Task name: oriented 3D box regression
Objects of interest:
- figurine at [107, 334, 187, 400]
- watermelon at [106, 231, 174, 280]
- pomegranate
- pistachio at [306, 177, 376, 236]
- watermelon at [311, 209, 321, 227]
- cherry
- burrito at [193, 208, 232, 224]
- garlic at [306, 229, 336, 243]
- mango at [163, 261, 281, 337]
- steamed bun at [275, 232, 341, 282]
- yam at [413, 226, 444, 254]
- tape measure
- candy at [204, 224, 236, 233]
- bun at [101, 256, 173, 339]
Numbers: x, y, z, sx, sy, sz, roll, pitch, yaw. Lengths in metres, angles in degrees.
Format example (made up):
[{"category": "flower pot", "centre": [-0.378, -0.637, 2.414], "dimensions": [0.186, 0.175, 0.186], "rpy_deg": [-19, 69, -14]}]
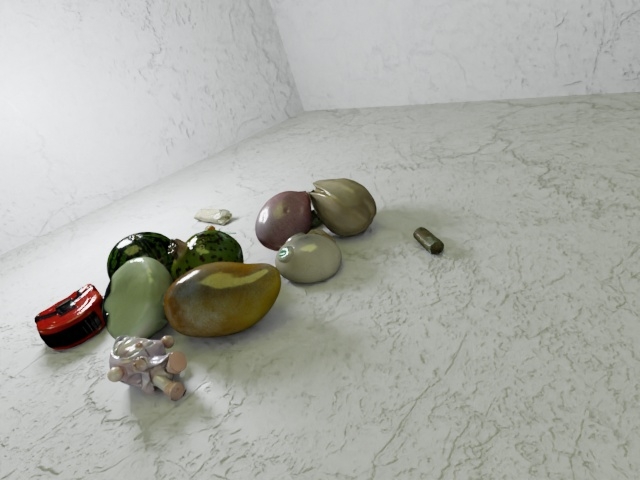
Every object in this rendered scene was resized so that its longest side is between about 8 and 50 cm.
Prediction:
[{"category": "figurine", "centre": [-0.463, 0.338, 1.164], "dimensions": [0.275, 0.133, 0.200], "rpy_deg": [7, 24, 34]}, {"category": "watermelon", "centre": [-0.664, 0.089, 1.632], "dimensions": [0.268, 0.269, 0.269], "rpy_deg": [-15, 27, 8]}, {"category": "pomegranate", "centre": [-0.394, 0.079, 1.472], "dimensions": [0.254, 0.270, 0.254], "rpy_deg": [-40, 35, 35]}, {"category": "pistachio", "centre": [0.070, -0.137, 1.622], "dimensions": [0.208, 0.226, 0.332], "rpy_deg": [-60, 39, 8]}, {"category": "watermelon", "centre": [-0.056, -0.084, 1.781], "dimensions": [0.245, 0.063, 0.119], "rpy_deg": [-28, 9, -6]}, {"category": "cherry", "centre": [-0.137, -0.076, 1.593], "dimensions": [0.205, 0.240, 0.239], "rpy_deg": [2, 26, -6]}, {"category": "burrito", "centre": [-0.548, -0.124, 2.173], "dimensions": [0.275, 0.059, 0.082], "rpy_deg": [8, 52, 43]}, {"category": "garlic", "centre": [-0.002, -0.001, 1.537], "dimensions": [0.094, 0.113, 0.074], "rpy_deg": [-40, 30, 44]}, {"category": "mango", "centre": [-0.283, 0.165, 1.270], "dimensions": [0.383, 0.199, 0.222], "rpy_deg": [-20, 59, 15]}, {"category": "steamed bun", "centre": [-0.047, 0.050, 1.429], "dimensions": [0.227, 0.131, 0.177], "rpy_deg": [-2, 32, 27]}, {"category": "yam", "centre": [0.338, 0.001, 1.354], "dimensions": [0.054, 0.054, 0.132], "rpy_deg": [-21, 26, -4]}, {"category": "tape measure", "centre": [-0.892, 0.277, 1.578], "dimensions": [0.253, 0.114, 0.260], "rpy_deg": [-37, 32, -31]}, {"category": "candy", "centre": [-0.463, -0.042, 1.994], "dimensions": [0.184, 0.049, 0.056], "rpy_deg": [5, 64, 29]}, {"category": "bun", "centre": [-0.575, 0.199, 1.426], "dimensions": [0.283, 0.179, 0.284], "rpy_deg": [-11, 68, 28]}]
